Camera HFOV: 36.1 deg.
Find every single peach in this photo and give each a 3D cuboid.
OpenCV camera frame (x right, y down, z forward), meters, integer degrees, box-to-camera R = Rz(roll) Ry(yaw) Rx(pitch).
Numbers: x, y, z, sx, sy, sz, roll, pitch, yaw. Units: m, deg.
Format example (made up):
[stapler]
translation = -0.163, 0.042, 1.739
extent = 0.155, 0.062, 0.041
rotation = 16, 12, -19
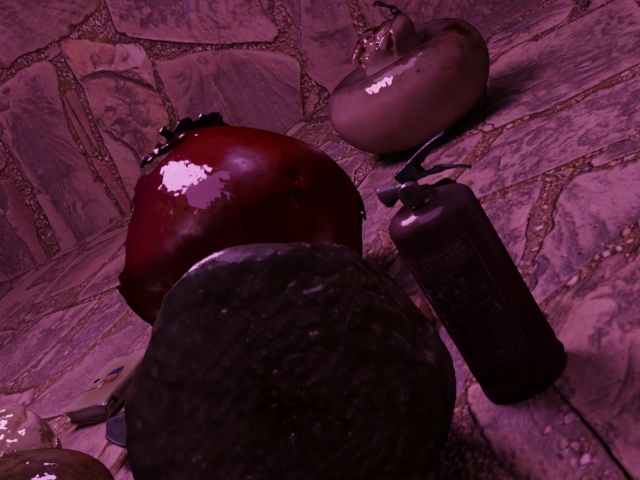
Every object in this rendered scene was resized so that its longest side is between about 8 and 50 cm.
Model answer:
[peach]
translation = -0.110, 0.000, 1.452
extent = 0.416, 0.353, 0.339
rotation = -111, 35, -68

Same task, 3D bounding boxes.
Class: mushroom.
[mushroom]
translation = 0.166, -0.350, 2.046
extent = 0.362, 0.294, 0.362
rotation = -29, 17, 10

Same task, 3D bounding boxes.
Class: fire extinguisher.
[fire extinguisher]
translation = 0.145, 0.025, 0.965
extent = 0.105, 0.269, 0.105
rotation = -29, 15, 9

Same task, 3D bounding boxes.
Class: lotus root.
[lotus root]
translation = -0.347, 0.336, 1.193
extent = 0.309, 0.173, 0.173
rotation = -17, 20, 25

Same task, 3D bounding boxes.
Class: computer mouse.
[computer mouse]
translation = -0.226, 0.254, 1.364
extent = 0.113, 0.068, 0.229
rotation = -20, -4, -32

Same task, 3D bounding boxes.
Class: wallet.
[wallet]
translation = -0.356, 0.251, 1.675
extent = 0.110, 0.039, 0.155
rotation = -17, 21, 33

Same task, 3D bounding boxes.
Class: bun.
[bun]
translation = -0.512, 0.343, 1.493
extent = 0.244, 0.153, 0.244
rotation = -28, 20, 11

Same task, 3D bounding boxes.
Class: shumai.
[shumai]
translation = -0.025, 0.136, 0.960
extent = 0.309, 0.304, 0.263
rotation = -24, 5, 8

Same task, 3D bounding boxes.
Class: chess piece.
[chess piece]
translation = 0.102, 0.105, 1.240
extent = 0.084, 0.038, 0.083
rotation = -28, 17, 10
